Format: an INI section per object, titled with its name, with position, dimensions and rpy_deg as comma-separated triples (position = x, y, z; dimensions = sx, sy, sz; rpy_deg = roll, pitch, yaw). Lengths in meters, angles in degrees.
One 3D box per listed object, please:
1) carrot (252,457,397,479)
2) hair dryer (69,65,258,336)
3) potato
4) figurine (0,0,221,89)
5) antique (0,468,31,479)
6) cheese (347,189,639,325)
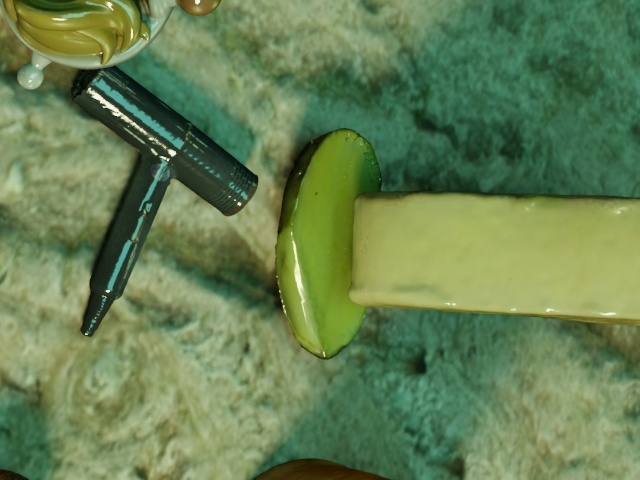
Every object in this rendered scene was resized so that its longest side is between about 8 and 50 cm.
[carrot]
position = 0.046, 0.287, 1.553
dimensions = 0.196, 0.254, 0.196
rpy_deg = 1, 88, -30
[hair dryer]
position = -0.169, -0.025, 1.538
dimensions = 0.173, 0.050, 0.195
rpy_deg = 39, 78, -22
[potato]
position = 0.000, 0.000, 1.622
dimensions = 0.119, 0.054, 0.198
rpy_deg = -18, 110, -46
[figurine]
position = -0.156, -0.250, 1.494
dimensions = 0.194, 0.133, 0.274
rpy_deg = 15, 59, 2
[antique]
position = -0.256, 0.227, 1.473
dimensions = 0.104, 0.104, 0.104
rpy_deg = -2, 94, -28
[cheese]
position = 0.250, 0.020, 1.637
dimensions = 0.384, 0.384, 0.104
rpy_deg = 5, 86, -29
